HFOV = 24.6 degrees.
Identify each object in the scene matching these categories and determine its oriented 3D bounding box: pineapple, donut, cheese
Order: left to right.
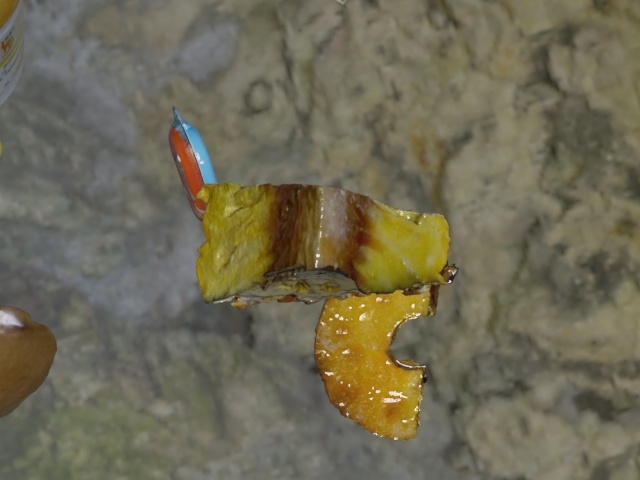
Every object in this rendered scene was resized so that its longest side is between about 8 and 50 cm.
[{"bbox_3d":[-0.134,-0.037,1.723,0.106,0.037,0.256,-132,-156,-68],"label":"cheese"},{"bbox_3d":[0.000,0.000,1.283,0.186,0.236,0.115,25,63,-79],"label":"pineapple"},{"bbox_3d":[0.062,0.113,1.850,0.101,0.152,0.259,-118,-144,-70],"label":"donut"}]

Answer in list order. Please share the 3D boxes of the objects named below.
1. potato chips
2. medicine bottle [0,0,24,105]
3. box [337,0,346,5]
[{"bbox_3d":[-0.406,0.163,1.776,0.150,0.202,0.049,26,25,-37],"label":"potato chips"},{"bbox_3d":[-0.472,-0.284,1.749,0.232,0.237,0.238,109,-34,-61],"label":"medicine bottle"},{"bbox_3d":[0.014,-0.320,1.659,0.079,0.083,0.035,32,12,-19],"label":"box"}]
